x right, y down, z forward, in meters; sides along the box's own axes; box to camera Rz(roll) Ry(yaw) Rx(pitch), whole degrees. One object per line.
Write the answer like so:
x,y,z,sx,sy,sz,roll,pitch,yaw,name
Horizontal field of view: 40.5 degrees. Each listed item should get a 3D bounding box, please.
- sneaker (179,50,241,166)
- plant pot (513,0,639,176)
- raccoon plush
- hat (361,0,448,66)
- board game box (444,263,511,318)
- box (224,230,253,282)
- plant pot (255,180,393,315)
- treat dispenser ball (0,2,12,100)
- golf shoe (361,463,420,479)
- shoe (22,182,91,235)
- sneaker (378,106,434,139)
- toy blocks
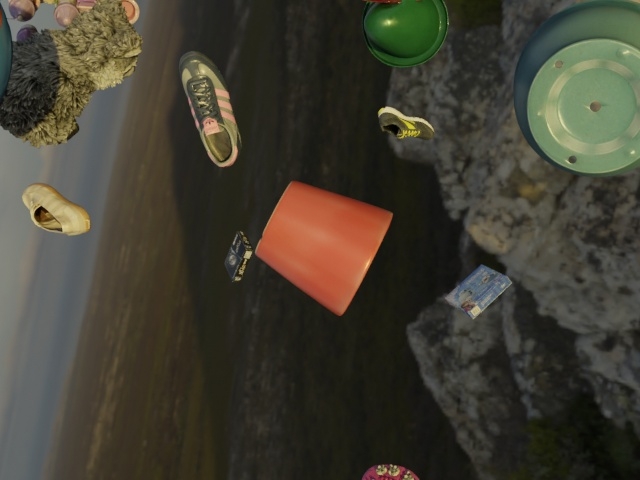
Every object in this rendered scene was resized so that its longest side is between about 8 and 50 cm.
-0.289,-0.344,2.306,0.131,0.112,0.318,-90,-20,-65,sneaker
0.406,-0.211,1.263,0.255,0.272,0.271,-41,-29,-66,plant pot
-0.544,-0.341,1.673,0.299,0.216,0.446,-40,-9,28,raccoon plush
0.119,-0.418,1.661,0.183,0.209,0.172,-24,-62,-62,hat
0.267,0.085,1.475,0.090,0.020,0.090,-42,20,-6,board game box
-0.166,0.033,1.764,0.083,0.018,0.067,-65,33,27,box
0.000,0.000,1.985,0.274,0.243,0.275,-62,0,0,plant pot
-0.533,-0.242,1.073,0.288,0.288,0.288,-169,90,-74,treat dispenser ball
0.224,0.611,1.949,0.306,0.115,0.140,21,143,38,golf shoe
-0.540,-0.060,1.725,0.219,0.058,0.076,21,129,39,shoe
0.115,-0.151,1.181,0.031,0.083,0.035,122,163,-51,sneaker
-0.538,-0.501,1.905,0.260,0.289,0.308,-118,31,-55,toy blocks
